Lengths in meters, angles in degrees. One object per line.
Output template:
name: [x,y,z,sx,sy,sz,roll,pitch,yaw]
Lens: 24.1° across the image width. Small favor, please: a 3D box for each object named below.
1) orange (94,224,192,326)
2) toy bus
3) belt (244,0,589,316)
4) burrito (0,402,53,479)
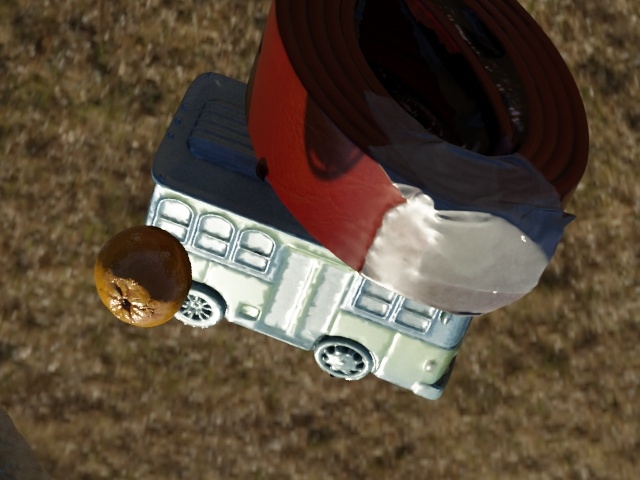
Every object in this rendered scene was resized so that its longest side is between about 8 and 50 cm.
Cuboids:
orange: [-0.142,0.029,1.195,0.083,0.070,0.083,21,135,23]
toy bus: [0.000,0.000,1.337,0.312,0.152,0.190,21,138,-1]
belt: [0.068,-0.090,1.108,0.227,0.324,0.115,-5,140,-23]
burrito: [-0.433,0.229,1.747,0.143,0.299,0.105,-35,161,-6]
